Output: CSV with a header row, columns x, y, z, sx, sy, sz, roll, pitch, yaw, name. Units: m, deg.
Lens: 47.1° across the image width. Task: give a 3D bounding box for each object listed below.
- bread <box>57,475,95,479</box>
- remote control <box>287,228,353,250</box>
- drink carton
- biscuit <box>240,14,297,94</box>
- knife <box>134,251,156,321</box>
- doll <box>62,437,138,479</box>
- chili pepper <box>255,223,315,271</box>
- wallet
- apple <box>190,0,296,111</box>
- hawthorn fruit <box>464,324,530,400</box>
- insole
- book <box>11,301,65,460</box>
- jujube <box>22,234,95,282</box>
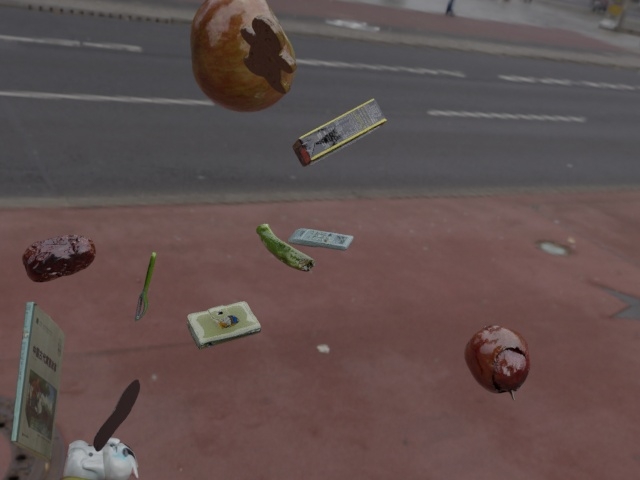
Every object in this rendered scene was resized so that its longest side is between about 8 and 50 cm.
x,y,z,sx,sy,sz,roll,pitch,yaw,name
-0.385,0.580,1.539,0.384,0.166,0.112,6,67,10,bread
0.000,0.000,1.886,0.162,0.029,0.061,9,32,19,remote control
0.034,-0.195,1.346,0.166,0.056,0.071,-30,-1,-13,drink carton
-0.101,-0.377,1.461,0.138,0.205,0.031,38,73,11,biscuit
-0.390,0.107,1.643,0.026,0.184,0.022,8,25,-23,knife
-0.541,0.546,1.806,0.181,0.106,0.110,-1,10,-14,doll
-0.096,0.020,1.816,0.202,0.052,0.050,37,8,38,chili pepper
-0.235,0.205,1.765,0.155,0.039,0.110,-12,42,-25,wallet
-0.205,-0.469,1.811,0.309,0.250,0.277,68,10,24,apple
0.397,0.273,1.627,0.148,0.148,0.172,0,67,-24,hawthorn fruit
-0.424,0.364,1.535,0.004,0.064,0.188,5,34,16,insole
-0.578,0.292,1.504,0.025,0.215,0.282,-2,65,-3,book
-0.477,0.029,1.339,0.129,0.077,0.077,-17,29,-8,jujube
